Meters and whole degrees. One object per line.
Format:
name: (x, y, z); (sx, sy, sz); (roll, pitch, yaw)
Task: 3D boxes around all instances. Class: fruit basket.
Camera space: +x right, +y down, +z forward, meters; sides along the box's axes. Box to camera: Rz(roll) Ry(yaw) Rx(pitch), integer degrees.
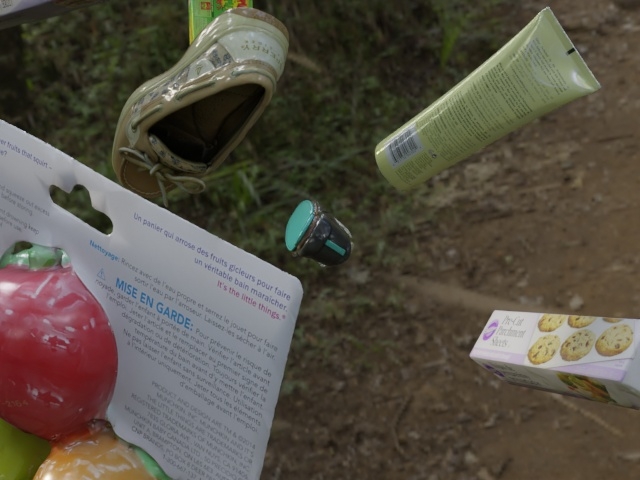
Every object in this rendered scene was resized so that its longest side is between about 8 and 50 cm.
fruit basket: (-0.163, 0.114, 0.735); (0.327, 0.353, 0.165); (26, 21, 30)

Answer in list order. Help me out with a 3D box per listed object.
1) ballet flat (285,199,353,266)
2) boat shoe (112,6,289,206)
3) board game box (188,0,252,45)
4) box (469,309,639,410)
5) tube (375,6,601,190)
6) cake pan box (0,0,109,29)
ballet flat: (0.000, 0.000, 1.774); (0.095, 0.096, 0.280); (-59, 8, 6)
boat shoe: (-0.131, -0.115, 1.114); (0.285, 0.105, 0.089); (-44, 35, 45)
board game box: (-0.145, -0.291, 1.651); (0.092, 0.181, 0.043); (1, -26, -13)
box: (0.249, 0.115, 1.112); (0.067, 0.063, 0.324); (-58, 12, -10)
tube: (0.161, -0.130, 1.131); (0.240, 0.070, 0.062); (-34, 43, 36)
cake pan box: (-0.363, -0.379, 1.304); (0.267, 0.245, 0.070); (-3, 2, 36)
